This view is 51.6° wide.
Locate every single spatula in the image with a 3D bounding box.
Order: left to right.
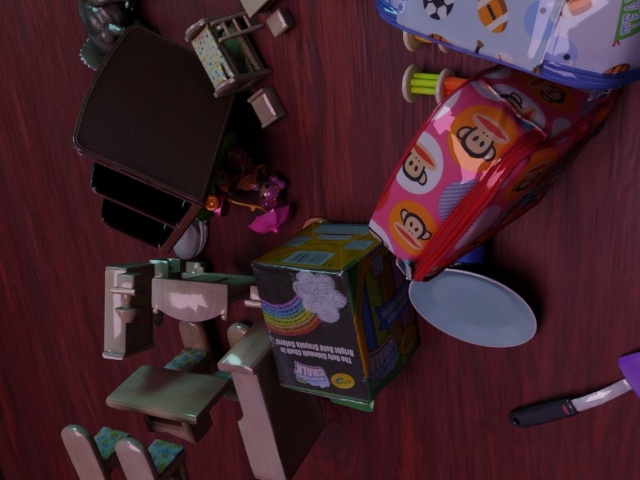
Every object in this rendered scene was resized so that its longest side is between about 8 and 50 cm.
[{"bbox_3d":[0.374,0.219,0.918,0.296,0.030,0.084,-36,84,45],"label":"spatula"}]

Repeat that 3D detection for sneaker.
[{"bbox_3d":[-0.296,-0.069,1.301,0.099,0.121,0.262,21,125,31],"label":"sneaker"}]

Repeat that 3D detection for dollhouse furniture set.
[{"bbox_3d":[-0.220,0.263,1.216,0.394,0.362,0.256,3,117,28],"label":"dollhouse furniture set"},{"bbox_3d":[-0.213,0.140,1.247,0.355,0.303,0.174,4,95,15],"label":"dollhouse furniture set"},{"bbox_3d":[-0.104,-0.286,1.043,0.161,0.101,0.182,-28,91,45],"label":"dollhouse furniture set"}]

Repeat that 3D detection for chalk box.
[{"bbox_3d":[0.036,0.135,1.063,0.180,0.179,0.289,4,116,35],"label":"chalk box"}]

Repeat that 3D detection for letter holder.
[{"bbox_3d":[-0.279,-0.171,1.066,0.214,0.302,0.152,25,138,-21],"label":"letter holder"}]

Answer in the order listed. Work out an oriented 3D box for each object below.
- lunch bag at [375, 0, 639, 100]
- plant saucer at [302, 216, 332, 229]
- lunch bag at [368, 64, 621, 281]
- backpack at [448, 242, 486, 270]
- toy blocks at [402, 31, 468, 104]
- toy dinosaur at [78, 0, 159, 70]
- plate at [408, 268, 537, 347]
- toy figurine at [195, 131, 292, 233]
[{"bbox_3d":[0.229,-0.248,0.679,0.303,0.243,0.115,34,129,32],"label":"lunch bag"},{"bbox_3d":[0.000,0.000,1.152,0.083,0.013,0.083,19,121,35],"label":"plant saucer"},{"bbox_3d":[0.187,-0.078,0.756,0.120,0.293,0.258,47,137,16],"label":"lunch bag"},{"bbox_3d":[0.174,-0.009,0.937,0.120,0.098,0.101,13,99,38],"label":"backpack"},{"bbox_3d":[0.182,-0.231,0.854,0.148,0.054,0.123,15,119,35],"label":"toy blocks"},{"bbox_3d":[-0.391,-0.429,1.216,0.160,0.121,0.313,9,120,24],"label":"toy dinosaur"},{"bbox_3d":[0.219,0.093,0.957,0.188,0.024,0.188,20,147,13],"label":"plate"},{"bbox_3d":[-0.120,-0.085,1.172,0.159,0.130,0.173,24,100,15],"label":"toy figurine"}]
